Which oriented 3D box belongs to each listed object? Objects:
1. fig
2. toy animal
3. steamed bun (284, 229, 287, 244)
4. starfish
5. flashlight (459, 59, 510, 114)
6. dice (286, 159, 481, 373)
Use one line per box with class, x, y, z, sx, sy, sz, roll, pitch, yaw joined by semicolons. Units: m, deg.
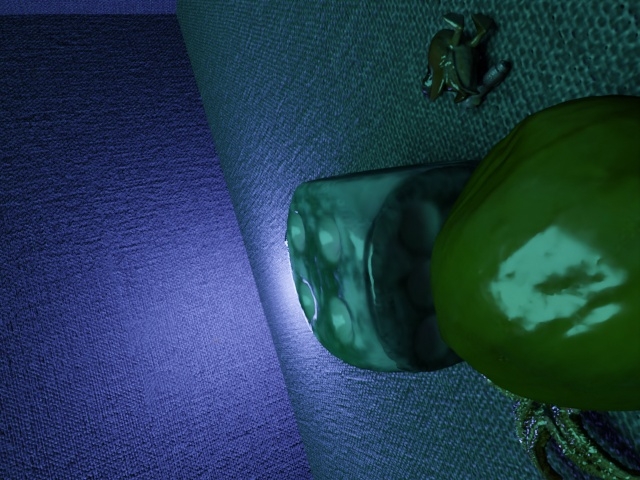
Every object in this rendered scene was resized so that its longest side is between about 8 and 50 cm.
fig;0.286;0.031;0.465;0.343;0.343;0.343;42;140;51
toy animal;0.225;-0.290;0.740;0.179;0.089;0.188;110;159;-59
steamed bun;0.000;0.000;1.253;0.268;0.207;0.280;42;141;50
starfish;0.388;0.262;0.686;0.312;0.113;0.303;90;156;-49
flashlight;0.278;-0.260;0.722;0.110;0.031;0.052;-44;26;57
dice;0.143;0.029;0.796;0.348;0.331;0.327;-165;64;-66
